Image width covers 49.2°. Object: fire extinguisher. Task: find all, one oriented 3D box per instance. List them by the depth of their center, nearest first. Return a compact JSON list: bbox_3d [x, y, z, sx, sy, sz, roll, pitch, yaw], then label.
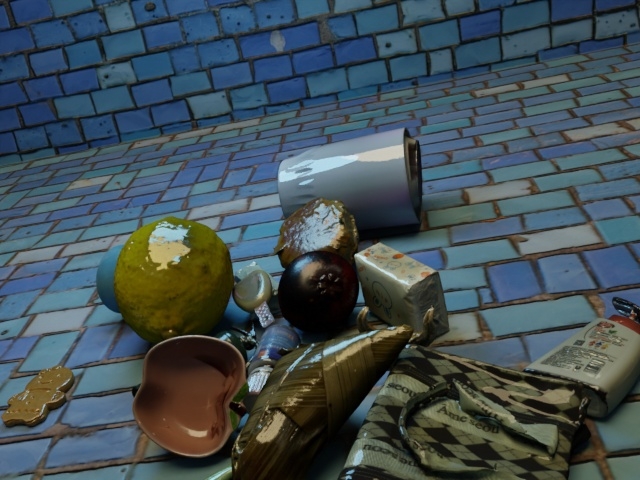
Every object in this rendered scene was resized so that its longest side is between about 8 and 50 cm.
[{"bbox_3d":[-0.221,0.250,1.380,0.294,0.093,0.118,-31,43,-34],"label":"fire extinguisher"}]

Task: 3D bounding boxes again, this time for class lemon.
[{"bbox_3d":[-0.324,0.092,1.536,0.268,0.268,0.322,-9,31,8],"label":"lemon"}]

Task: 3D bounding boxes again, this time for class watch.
[{"bbox_3d":[-0.449,0.082,1.713,0.210,0.211,0.193,4,13,32],"label":"watch"}]

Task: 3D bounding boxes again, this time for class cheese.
[{"bbox_3d":[-0.134,0.134,1.517,0.097,0.037,0.192,-38,33,0],"label":"cheese"}]

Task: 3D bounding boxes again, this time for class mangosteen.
[{"bbox_3d":[-0.012,0.109,1.494,0.199,0.200,0.200,-11,26,5],"label":"mangosteen"}]

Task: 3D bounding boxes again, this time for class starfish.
[{"bbox_3d":[0.150,0.181,1.206,0.138,0.247,0.050,-13,55,15],"label":"starfish"}]

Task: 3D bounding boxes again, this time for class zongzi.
[{"bbox_3d":[0.008,0.260,1.096,0.288,0.134,0.286,-26,26,39],"label":"zongzi"}]

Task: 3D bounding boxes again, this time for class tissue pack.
[{"bbox_3d":[0.163,0.105,1.422,0.092,0.148,0.196,-28,29,-23],"label":"tissue pack"}]

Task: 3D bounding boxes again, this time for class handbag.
[{"bbox_3d":[0.206,0.319,0.964,0.316,0.180,0.416,6,26,20],"label":"handbag"}]

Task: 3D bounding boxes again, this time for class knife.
[{"bbox_3d":[-0.126,0.372,1.163,0.293,0.020,0.043,-28,30,-32],"label":"knife"}]

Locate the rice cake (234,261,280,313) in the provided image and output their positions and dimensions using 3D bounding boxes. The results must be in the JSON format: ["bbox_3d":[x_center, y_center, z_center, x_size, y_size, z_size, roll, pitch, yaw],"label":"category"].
[{"bbox_3d":[-0.138,0.109,1.652,0.069,0.063,0.206,-30,30,-21],"label":"rice cake"}]

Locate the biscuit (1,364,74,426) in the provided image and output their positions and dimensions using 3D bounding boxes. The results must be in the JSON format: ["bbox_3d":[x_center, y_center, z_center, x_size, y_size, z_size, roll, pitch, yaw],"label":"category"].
[{"bbox_3d":[-0.588,0.324,1.473,0.133,0.027,0.184,-1,28,27],"label":"biscuit"}]

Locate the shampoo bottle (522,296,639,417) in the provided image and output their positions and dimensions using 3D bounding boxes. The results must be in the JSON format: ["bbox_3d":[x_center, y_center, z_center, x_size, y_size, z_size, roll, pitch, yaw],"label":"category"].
[{"bbox_3d":[0.483,0.187,1.197,0.284,0.071,0.153,-30,28,-36],"label":"shampoo bottle"}]

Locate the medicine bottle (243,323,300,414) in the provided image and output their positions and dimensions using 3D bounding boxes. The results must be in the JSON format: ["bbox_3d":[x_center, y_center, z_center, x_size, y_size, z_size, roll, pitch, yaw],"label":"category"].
[{"bbox_3d":[-0.095,0.248,1.330,0.083,0.084,0.203,-6,28,15],"label":"medicine bottle"}]

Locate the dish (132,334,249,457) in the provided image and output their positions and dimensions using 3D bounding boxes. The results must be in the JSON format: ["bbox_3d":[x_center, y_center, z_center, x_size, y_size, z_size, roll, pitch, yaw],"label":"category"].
[{"bbox_3d":[-0.221,0.276,1.243,0.213,0.214,0.090,-15,-15,-5],"label":"dish"}]

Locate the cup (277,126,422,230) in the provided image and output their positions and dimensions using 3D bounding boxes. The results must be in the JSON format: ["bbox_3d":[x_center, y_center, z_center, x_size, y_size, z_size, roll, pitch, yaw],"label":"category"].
[{"bbox_3d":[0.092,-0.145,1.859,0.371,0.254,0.253,-9,26,16],"label":"cup"}]

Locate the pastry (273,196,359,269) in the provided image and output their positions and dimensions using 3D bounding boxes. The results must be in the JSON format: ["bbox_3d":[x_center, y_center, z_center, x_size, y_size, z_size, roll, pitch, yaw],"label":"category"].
[{"bbox_3d":[0.000,0.000,1.702,0.218,0.100,0.229,-49,44,-9],"label":"pastry"}]
